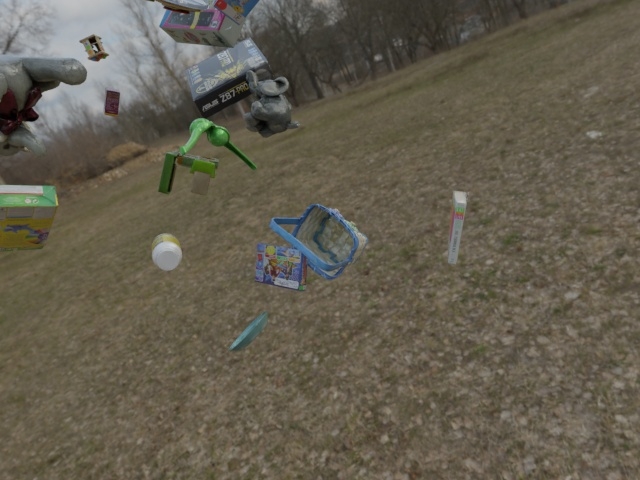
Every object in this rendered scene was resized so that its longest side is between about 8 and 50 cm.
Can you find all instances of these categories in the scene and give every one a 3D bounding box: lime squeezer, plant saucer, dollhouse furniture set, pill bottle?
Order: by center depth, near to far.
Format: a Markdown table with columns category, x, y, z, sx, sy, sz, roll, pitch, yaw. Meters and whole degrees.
| category | x | y | z | sx | sy | sz | roll | pitch | yaw |
| --- | --- | --- | --- | --- | --- | --- | --- | --- | --- |
| plant saucer | -0.156 | 0.208 | 1.081 | 0.119 | 0.021 | 0.119 | -45 | 5 | 5 |
| pill bottle | -0.347 | 0.028 | 1.090 | 0.065 | 0.065 | 0.116 | -30 | 23 | -11 |
| lime squeezer | -0.248 | -0.237 | 1.156 | 0.059 | 0.110 | 0.310 | -45 | -14 | 16 |
| dollhouse furniture set | -0.523 | -0.267 | 1.950 | 0.197 | 0.152 | 0.301 | 12 | 11 | -13 |

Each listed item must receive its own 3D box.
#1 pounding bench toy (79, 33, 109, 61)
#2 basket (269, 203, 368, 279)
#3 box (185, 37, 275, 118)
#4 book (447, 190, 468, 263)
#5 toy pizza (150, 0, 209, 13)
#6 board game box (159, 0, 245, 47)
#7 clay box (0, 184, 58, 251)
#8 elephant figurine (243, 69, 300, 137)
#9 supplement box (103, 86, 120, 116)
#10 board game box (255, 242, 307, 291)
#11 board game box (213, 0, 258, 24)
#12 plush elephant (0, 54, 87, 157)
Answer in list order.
| category | x | y | z | sx | sy | sz | roll | pitch | yaw |
| --- | --- | --- | --- | --- | --- | --- | --- | --- | --- |
| pounding bench toy | -0.692 | -0.591 | 1.497 | 0.052 | 0.065 | 0.083 | -22 | 12 | 5 |
| basket | 0.000 | 0.000 | 1.554 | 0.288 | 0.254 | 0.201 | -14 | -42 | -56 |
| box | -0.372 | -0.666 | 1.952 | 0.318 | 0.097 | 0.395 | -25 | 39 | 0 |
| book | 0.311 | -0.031 | 1.106 | 0.035 | 0.144 | 0.096 | 8 | 23 | 13 |
| toy pizza | -0.345 | -0.533 | 1.054 | 0.201 | 0.032 | 0.201 | 17 | 29 | -9 |
| board game box | -0.390 | -0.800 | 1.667 | 0.303 | 0.097 | 0.224 | 18 | 84 | 33 |
| clay box | -0.631 | -0.040 | 0.997 | 0.127 | 0.053 | 0.222 | -3 | -22 | -39 |
| elephant figurine | -0.170 | -0.494 | 1.679 | 0.169 | 0.185 | 0.240 | -24 | 49 | 52 |
| supplement box | -0.700 | -0.464 | 1.617 | 0.043 | 0.083 | 0.055 | 4 | 25 | -29 |
| board game box | -0.133 | 0.087 | 1.621 | 0.201 | 0.136 | 0.035 | 8 | 6 | 36 |
| board game box | -0.137 | -0.785 | 1.285 | 0.308 | 0.086 | 0.302 | -20 | 48 | 51 |
| plush elephant | -0.775 | -0.311 | 1.191 | 0.329 | 0.256 | 0.272 | 13 | 32 | 17 |
